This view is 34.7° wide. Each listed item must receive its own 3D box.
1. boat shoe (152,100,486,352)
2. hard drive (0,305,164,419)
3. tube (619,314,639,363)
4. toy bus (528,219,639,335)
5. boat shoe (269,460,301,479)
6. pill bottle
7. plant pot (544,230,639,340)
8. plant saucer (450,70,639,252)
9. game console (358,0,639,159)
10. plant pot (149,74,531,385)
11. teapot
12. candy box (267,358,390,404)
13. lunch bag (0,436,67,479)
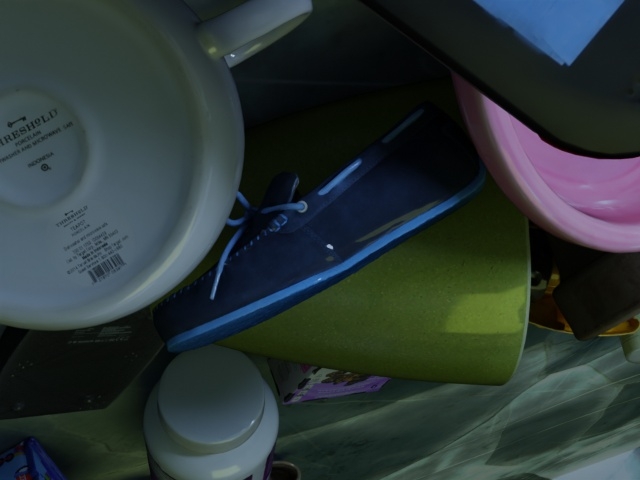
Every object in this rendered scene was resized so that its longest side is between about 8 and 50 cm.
[{"bbox_3d":[-0.009,-0.010,0.735,0.258,0.089,0.109,-29,173,-10],"label":"boat shoe"},{"bbox_3d":[-0.257,0.111,1.086,0.172,0.054,0.255,0,146,-37],"label":"hard drive"},{"bbox_3d":[0.349,0.020,1.178,0.062,0.240,0.070,11,146,-35],"label":"tube"},{"bbox_3d":[0.267,-0.010,1.150,0.149,0.220,0.211,6,178,-10],"label":"toy bus"},{"bbox_3d":[-0.171,0.421,1.678,0.341,0.122,0.110,-4,146,-52],"label":"boat shoe"},{"bbox_3d":[-0.140,0.248,1.308,0.169,0.169,0.301,-15,153,-15],"label":"pill bottle"},{"bbox_3d":[0.287,-0.067,0.938,0.263,0.229,0.263,-31,170,-6],"label":"plant pot"},{"bbox_3d":[0.213,-0.160,0.736,0.332,0.332,0.084,-4,-168,-32],"label":"plant saucer"},{"bbox_3d":[0.103,-0.245,0.406,0.386,0.060,0.342,33,115,-18],"label":"game console"},{"bbox_3d":[0.000,0.000,0.885,0.293,0.275,0.275,-4,151,-5],"label":"plant pot"},{"bbox_3d":[-0.158,-0.073,0.675,0.256,0.252,0.187,15,-168,1],"label":"teapot"},{"bbox_3d":[0.049,0.135,1.347,0.165,0.070,0.196,-2,148,-35],"label":"candy box"},{"bbox_3d":[-0.391,0.440,1.358,0.221,0.138,0.293,-29,125,2],"label":"lunch bag"}]
